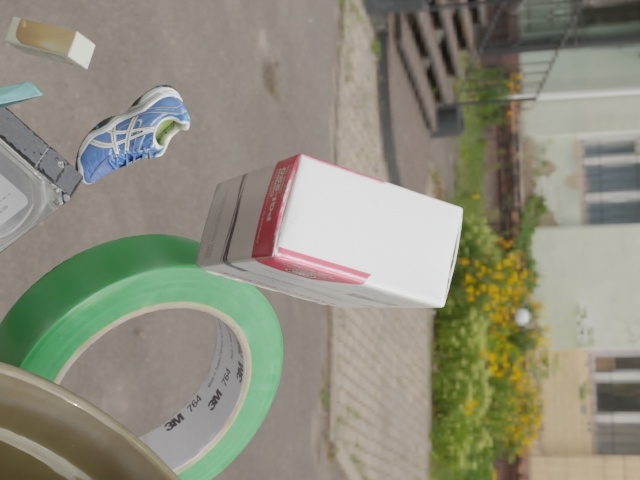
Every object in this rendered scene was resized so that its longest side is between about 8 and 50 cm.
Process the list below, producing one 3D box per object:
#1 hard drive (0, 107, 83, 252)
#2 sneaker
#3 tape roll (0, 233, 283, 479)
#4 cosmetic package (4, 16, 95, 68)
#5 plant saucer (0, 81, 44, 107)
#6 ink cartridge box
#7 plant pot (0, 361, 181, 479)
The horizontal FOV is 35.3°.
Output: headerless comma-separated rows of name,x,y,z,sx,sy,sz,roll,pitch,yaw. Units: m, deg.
hard drive,-0.530,-0.130,1.390,0.339,0.237,0.064,46,35,-22
sneaker,-0.301,-0.160,1.606,0.081,0.211,0.080,50,0,28
tape roll,-0.196,0.151,1.078,0.077,0.321,0.321,41,-27,46
cosmetic package,-0.401,-0.293,1.492,0.060,0.115,0.041,35,71,-72
plant saucer,-0.341,-0.124,0.952,0.067,0.192,0.018,-24,104,-45
ink cartridge box,0.000,0.000,0.885,0.218,0.159,0.092,-12,-117,66
plant pot,-0.252,0.289,0.702,0.280,0.323,0.323,-49,171,11
